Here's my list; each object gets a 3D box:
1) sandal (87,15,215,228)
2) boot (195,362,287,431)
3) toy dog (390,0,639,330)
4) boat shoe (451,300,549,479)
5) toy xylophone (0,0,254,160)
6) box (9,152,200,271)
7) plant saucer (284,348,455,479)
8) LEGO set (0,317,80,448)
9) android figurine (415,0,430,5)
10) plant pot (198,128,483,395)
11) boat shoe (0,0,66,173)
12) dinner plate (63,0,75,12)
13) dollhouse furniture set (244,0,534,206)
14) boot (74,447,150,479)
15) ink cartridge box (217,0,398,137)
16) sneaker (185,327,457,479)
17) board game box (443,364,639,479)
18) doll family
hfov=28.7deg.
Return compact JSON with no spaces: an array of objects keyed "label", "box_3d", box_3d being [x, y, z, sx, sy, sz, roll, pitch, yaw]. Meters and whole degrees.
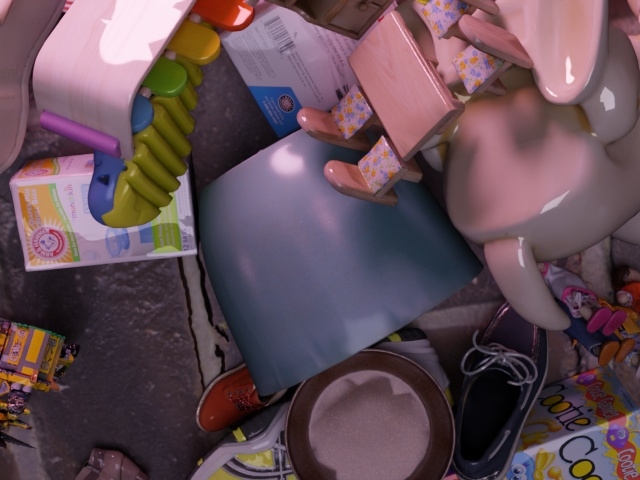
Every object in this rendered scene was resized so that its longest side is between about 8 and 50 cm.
[{"label":"sandal","box_3d":[-0.209,-0.156,1.374,0.138,0.317,0.126,4,152,11]},{"label":"boot","box_3d":[-0.095,0.193,1.559,0.158,0.084,0.059,-41,107,11]},{"label":"toy dog","box_3d":[0.319,-0.107,1.355,0.284,0.408,0.395,-26,68,41]},{"label":"boat shoe","box_3d":[0.213,0.171,1.506,0.095,0.254,0.079,16,153,22]},{"label":"toy xylophone","box_3d":[-0.199,-0.251,1.304,0.236,0.081,0.322,31,70,20]},{"label":"box","box_3d":[-0.248,-0.039,1.462,0.203,0.103,0.114,-5,108,-2]},{"label":"plant saucer","box_3d":[0.057,0.225,1.460,0.198,0.036,0.198,0,86,1]},{"label":"LEGO set","box_3d":[-0.459,0.167,1.434,0.331,0.255,0.192,19,78,-21]},{"label":"android figurine","box_3d":[0.134,-0.388,1.361,0.248,0.056,0.273,5,117,19]},{"label":"plant pot","box_3d":[0.000,0.000,1.406,0.293,0.293,0.235,-29,91,6]},{"label":"boat shoe","box_3d":[-0.363,-0.233,1.386,0.116,0.097,0.324,-6,121,-49]},{"label":"dinner plate","box_3d":[-0.278,-0.328,1.413,0.141,0.017,0.141,-1,108,-3]},{"label":"dollhouse furniture set","box_3d":[0.043,-0.195,1.232,0.161,0.242,0.212,11,133,-45]},{"label":"boot","box_3d":[-0.277,0.324,1.615,0.087,0.042,0.118,26,103,-5]},{"label":"ink cartridge box","box_3d":[-0.002,-0.228,1.426,0.191,0.082,0.139,-29,112,4]},{"label":"sneaker","box_3d":[-0.007,0.262,1.534,0.385,0.145,0.147,-34,78,9]},{"label":"board game box","box_3d":[0.271,0.286,1.581,0.275,0.144,0.142,-19,108,2]},{"label":"doll family","box_3d":[0.319,0.089,1.495,0.263,0.163,0.118,13,115,-40]}]
